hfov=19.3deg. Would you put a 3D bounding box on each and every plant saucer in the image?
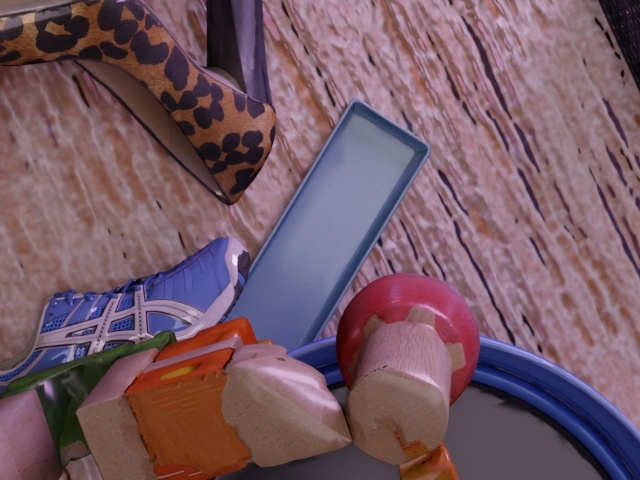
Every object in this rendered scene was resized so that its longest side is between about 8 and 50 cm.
[{"bbox_3d":[0.000,0.000,1.290,0.067,0.018,0.192,32,83,-10],"label":"plant saucer"}]

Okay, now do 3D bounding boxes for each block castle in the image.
[{"bbox_3d":[-0.096,0.216,1.103,0.453,0.213,0.303,-17,100,8],"label":"block castle"}]

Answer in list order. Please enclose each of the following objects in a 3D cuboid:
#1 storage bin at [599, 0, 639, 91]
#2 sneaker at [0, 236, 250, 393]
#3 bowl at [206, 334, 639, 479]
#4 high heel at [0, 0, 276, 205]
[{"bbox_3d":[0.280,-0.151,1.314,0.122,0.084,0.180,-26,96,-11],"label":"storage bin"},{"bbox_3d":[-0.138,0.060,1.230,0.211,0.080,0.081,-37,99,-10],"label":"sneaker"},{"bbox_3d":[0.058,0.251,1.233,0.391,0.077,0.391,0,89,2],"label":"bowl"},{"bbox_3d":[-0.142,-0.083,1.187,0.261,0.093,0.186,-16,119,-28],"label":"high heel"}]
